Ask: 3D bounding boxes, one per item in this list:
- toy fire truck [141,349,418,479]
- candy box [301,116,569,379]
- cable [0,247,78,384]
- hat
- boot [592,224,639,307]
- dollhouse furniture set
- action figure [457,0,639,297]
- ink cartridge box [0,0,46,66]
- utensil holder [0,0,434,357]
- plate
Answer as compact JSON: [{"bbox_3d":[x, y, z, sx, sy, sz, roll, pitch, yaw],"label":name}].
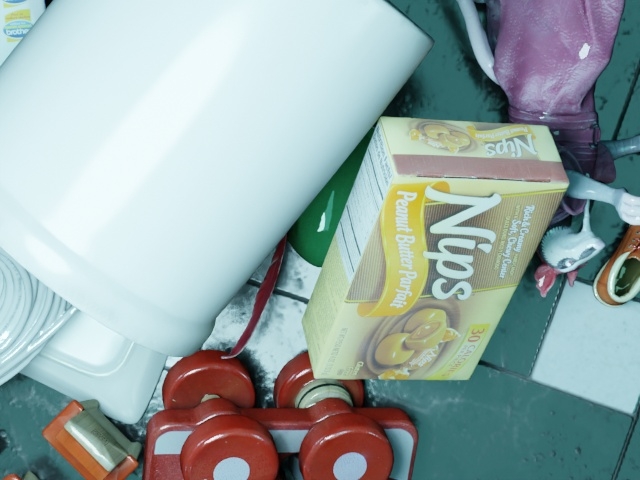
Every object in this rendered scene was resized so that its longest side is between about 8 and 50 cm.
[{"bbox_3d":[-0.054,0.266,1.877,0.302,0.169,0.254,1,117,-16],"label":"toy fire truck"},{"bbox_3d":[0.110,0.016,1.782,0.183,0.316,0.087,1,47,-19],"label":"candy box"},{"bbox_3d":[-0.379,0.050,1.811,0.257,0.257,0.089,-49,48,1],"label":"cable"},{"bbox_3d":[0.000,0.000,1.837,0.173,0.183,0.208,8,128,1],"label":"hat"},{"bbox_3d":[0.356,0.005,1.897,0.059,0.084,0.158,31,90,4],"label":"boot"},{"bbox_3d":[-0.321,0.293,1.889,0.262,0.135,0.259,45,98,1],"label":"dollhouse furniture set"},{"bbox_3d":[0.235,-0.125,1.825,0.276,0.248,0.370,7,97,15],"label":"action figure"},{"bbox_3d":[-0.384,-0.182,1.888,0.186,0.065,0.311,-6,91,-10],"label":"ink cartridge box"},{"bbox_3d":[-0.124,-0.136,1.664,0.327,0.327,0.385,41,98,2],"label":"utensil holder"},{"bbox_3d":[-0.277,0.030,1.946,0.278,0.045,0.277,24,92,3],"label":"plate"}]
